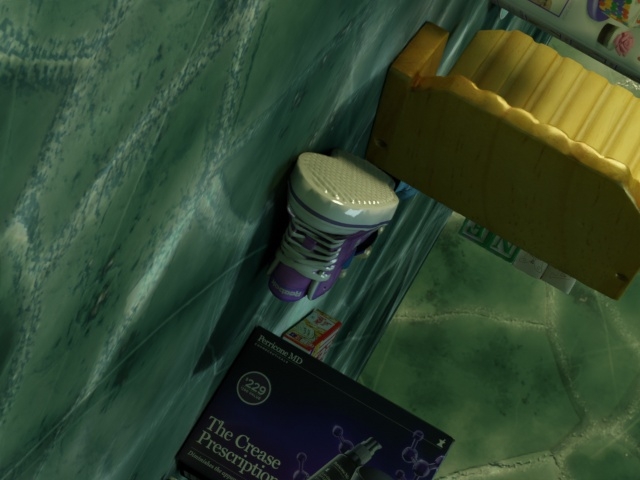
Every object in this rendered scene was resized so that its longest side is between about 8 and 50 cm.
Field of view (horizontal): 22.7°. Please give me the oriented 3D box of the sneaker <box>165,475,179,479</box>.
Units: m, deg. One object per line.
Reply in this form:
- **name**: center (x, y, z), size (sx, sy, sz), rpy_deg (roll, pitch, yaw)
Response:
- **sneaker**: center (-0.170, 0.294, 1.797), size (0.037, 0.032, 0.083), rpy_deg (-55, 171, -34)

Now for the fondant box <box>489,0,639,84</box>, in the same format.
- **fondant box**: center (0.304, -0.298, 1.568), size (0.238, 0.330, 0.096), rpy_deg (-60, 172, 4)

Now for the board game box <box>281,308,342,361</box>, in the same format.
- **board game box**: center (-0.041, 0.180, 2.173), size (0.147, 0.045, 0.193), rpy_deg (-62, 173, 13)

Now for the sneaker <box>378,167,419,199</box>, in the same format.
- **sneaker**: center (0.098, -0.091, 2.092), size (0.073, 0.063, 0.162), rpy_deg (-43, 163, -11)

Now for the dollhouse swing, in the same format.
- **dollhouse swing**: center (0.283, -0.159, 1.884), size (0.305, 0.346, 0.315), rpy_deg (-56, 171, -24)

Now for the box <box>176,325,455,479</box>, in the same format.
- **box**: center (-0.006, 0.246, 1.824), size (0.184, 0.261, 0.103), rpy_deg (-58, 172, -18)

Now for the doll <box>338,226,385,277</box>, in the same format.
- **doll**: center (0.050, -0.011, 2.056), size (0.129, 0.046, 0.189), rpy_deg (-61, 173, -4)

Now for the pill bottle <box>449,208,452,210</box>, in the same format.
- **pill bottle**: center (0.257, -0.156, 2.452), size (0.162, 0.162, 0.278), rpy_deg (-57, 172, -25)

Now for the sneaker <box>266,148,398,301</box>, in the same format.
- **sneaker**: center (0.001, 0.001, 1.580), size (0.161, 0.102, 0.282), rpy_deg (-58, 173, 8)

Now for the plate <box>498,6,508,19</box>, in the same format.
- **plate**: center (0.295, -0.404, 2.287), size (0.188, 0.024, 0.188), rpy_deg (-58, 172, -12)

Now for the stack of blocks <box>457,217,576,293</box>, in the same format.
- **stack of blocks**: center (0.251, -0.074, 2.191), size (0.171, 0.297, 0.087), rpy_deg (-61, 175, 7)
